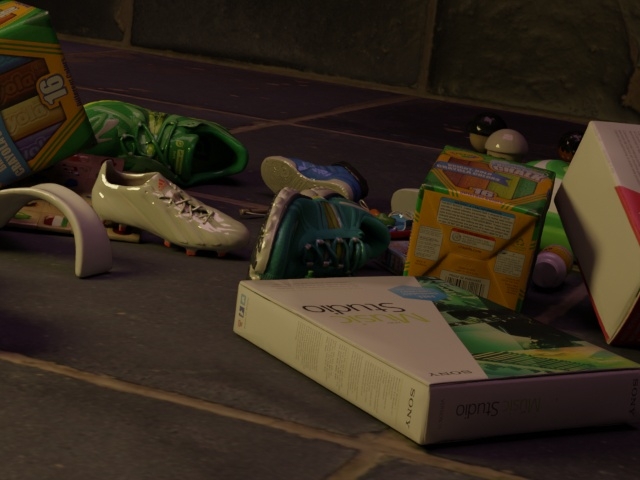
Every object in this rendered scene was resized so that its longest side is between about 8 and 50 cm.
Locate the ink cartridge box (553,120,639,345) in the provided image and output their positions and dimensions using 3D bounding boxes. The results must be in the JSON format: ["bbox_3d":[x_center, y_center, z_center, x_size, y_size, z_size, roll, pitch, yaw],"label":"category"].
[{"bbox_3d":[0.432,-0.002,1.643,0.306,0.131,0.226,5,44,-17],"label":"ink cartridge box"}]

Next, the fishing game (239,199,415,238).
[{"bbox_3d":[0.041,-0.034,1.958,0.189,0.041,0.264,-4,9,-43],"label":"fishing game"}]

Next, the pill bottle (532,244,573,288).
[{"bbox_3d":[0.269,0.032,1.802,0.043,0.043,0.083,10,12,16],"label":"pill bottle"}]

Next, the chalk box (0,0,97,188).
[{"bbox_3d":[-0.448,-0.150,1.831,0.289,0.179,0.180,-26,25,-21],"label":"chalk box"}]

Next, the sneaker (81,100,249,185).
[{"bbox_3d":[-0.232,-0.137,2.164,0.295,0.109,0.123,-1,10,-33],"label":"sneaker"}]

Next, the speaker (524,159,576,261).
[{"bbox_3d":[0.372,-0.018,1.902,0.131,0.131,0.296,-5,17,-44],"label":"speaker"}]

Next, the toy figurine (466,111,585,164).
[{"bbox_3d":[0.303,-0.091,2.147,0.210,0.148,0.213,6,12,-5],"label":"toy figurine"}]

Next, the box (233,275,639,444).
[{"bbox_3d":[0.098,0.097,1.374,0.232,0.058,0.322,-1,15,-32],"label":"box"}]

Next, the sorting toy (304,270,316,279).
[{"bbox_3d":[-0.011,0.056,1.541,0.102,0.042,0.061,5,12,-5],"label":"sorting toy"}]

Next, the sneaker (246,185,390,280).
[{"bbox_3d":[0.000,0.000,1.686,0.110,0.107,0.275,24,20,16],"label":"sneaker"}]

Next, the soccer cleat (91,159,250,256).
[{"bbox_3d":[-0.173,-0.037,1.768,0.196,0.076,0.068,16,24,12],"label":"soccer cleat"}]

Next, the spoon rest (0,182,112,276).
[{"bbox_3d":[-0.346,-0.030,1.667,0.276,0.084,0.137,14,14,27],"label":"spoon rest"}]

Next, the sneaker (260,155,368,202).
[{"bbox_3d":[-0.004,-0.085,2.163,0.152,0.058,0.084,18,22,28],"label":"sneaker"}]

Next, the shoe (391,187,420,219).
[{"bbox_3d":[0.183,-0.042,2.056,0.081,0.063,0.178,-11,16,-40],"label":"shoe"}]

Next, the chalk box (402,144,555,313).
[{"bbox_3d":[0.178,-0.018,1.684,0.132,0.132,0.213,13,22,8],"label":"chalk box"}]

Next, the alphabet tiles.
[{"bbox_3d":[-0.309,-0.061,1.876,0.198,0.009,0.237,7,24,-4],"label":"alphabet tiles"}]

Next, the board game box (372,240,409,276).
[{"bbox_3d":[0.152,0.025,1.811,0.154,0.026,0.103,1,13,-23],"label":"board game box"}]
